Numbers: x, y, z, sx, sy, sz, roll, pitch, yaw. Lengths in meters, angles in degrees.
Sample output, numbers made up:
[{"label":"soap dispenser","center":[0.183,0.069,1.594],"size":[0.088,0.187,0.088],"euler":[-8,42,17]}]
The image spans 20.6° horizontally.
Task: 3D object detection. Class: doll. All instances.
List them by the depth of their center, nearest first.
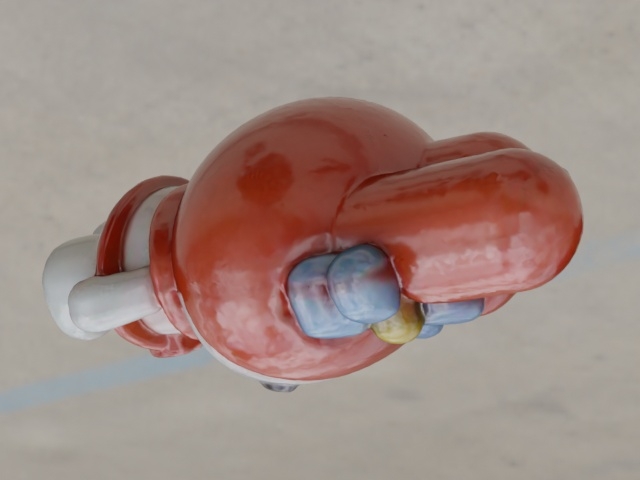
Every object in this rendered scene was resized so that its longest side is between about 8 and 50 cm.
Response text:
[{"label":"doll","center":[0.000,0.000,0.816],"size":[0.290,0.130,0.161],"euler":[-8,-168,35]}]
